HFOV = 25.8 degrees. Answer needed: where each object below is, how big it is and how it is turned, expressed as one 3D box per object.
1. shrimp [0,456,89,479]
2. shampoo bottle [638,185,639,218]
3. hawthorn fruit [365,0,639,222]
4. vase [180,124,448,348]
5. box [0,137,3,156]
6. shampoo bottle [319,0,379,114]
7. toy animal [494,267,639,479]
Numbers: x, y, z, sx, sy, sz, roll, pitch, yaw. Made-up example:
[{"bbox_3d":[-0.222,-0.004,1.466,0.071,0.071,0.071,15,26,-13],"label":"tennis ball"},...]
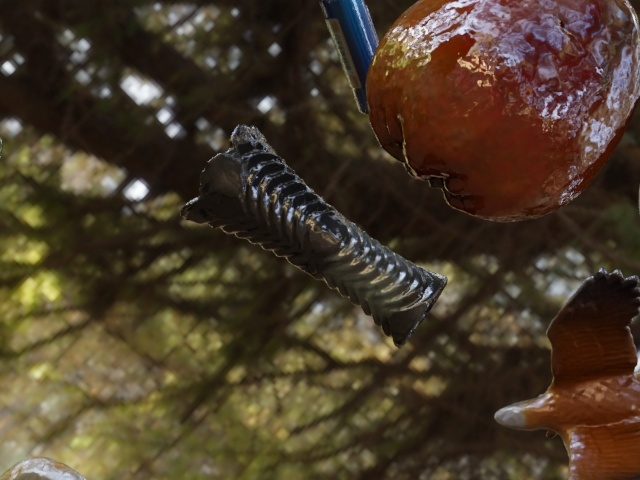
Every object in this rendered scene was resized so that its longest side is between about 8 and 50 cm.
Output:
[{"bbox_3d":[-0.364,0.409,1.960,0.317,0.164,0.062,22,-17,37],"label":"shrimp"},{"bbox_3d":[0.389,-0.051,1.423,0.125,0.350,0.084,-12,-70,16],"label":"shampoo bottle"},{"bbox_3d":[0.172,-0.143,1.193,0.224,0.261,0.224,45,-1,1],"label":"hawthorn fruit"},{"bbox_3d":[0.000,0.000,1.283,0.237,0.115,0.115,34,-19,6],"label":"vase"},{"bbox_3d":[-0.437,-0.078,1.051,0.329,0.253,0.178,37,-62,23],"label":"box"},{"bbox_3d":[0.041,-0.243,1.679,0.087,0.050,0.183,-139,-153,-72],"label":"shampoo bottle"},{"bbox_3d":[0.353,0.153,1.510,0.302,0.284,0.225,152,-68,-65],"label":"toy animal"}]
